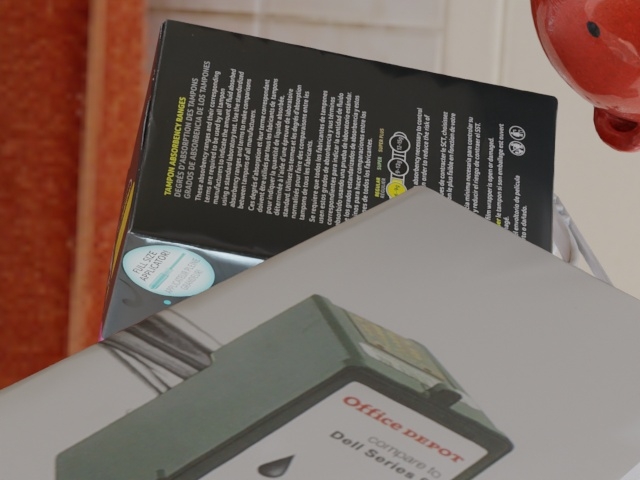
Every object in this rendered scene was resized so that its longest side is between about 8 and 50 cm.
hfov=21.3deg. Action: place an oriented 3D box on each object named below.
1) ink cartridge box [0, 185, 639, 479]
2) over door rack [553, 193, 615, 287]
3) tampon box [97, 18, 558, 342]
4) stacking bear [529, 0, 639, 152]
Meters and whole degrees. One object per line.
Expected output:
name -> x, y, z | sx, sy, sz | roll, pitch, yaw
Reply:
ink cartridge box -> -0.033, 0.137, 0.404 | 0.121, 0.211, 0.289 | 30, -144, 28
over door rack -> 0.138, 0.148, 0.929 | 0.108, 0.239, 0.324 | -16, -132, -28
tampon box -> 0.000, 0.000, 0.681 | 0.161, 0.101, 0.120 | 11, 148, -7
stacking bear -> 0.114, -0.183, 0.698 | 0.175, 0.289, 0.164 | -25, 159, 27
